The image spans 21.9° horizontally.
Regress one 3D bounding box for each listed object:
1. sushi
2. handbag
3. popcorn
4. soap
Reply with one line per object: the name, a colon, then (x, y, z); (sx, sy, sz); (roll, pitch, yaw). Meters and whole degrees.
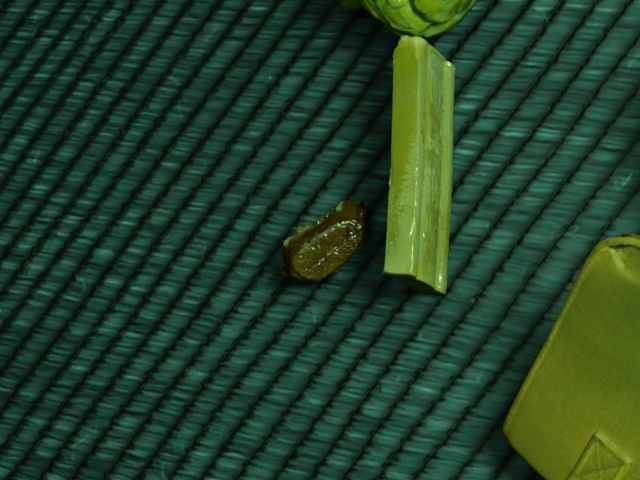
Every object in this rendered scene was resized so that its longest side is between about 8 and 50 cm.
sushi: (0.002, 0.003, 1.710); (0.118, 0.061, 0.060); (-26, 23, -1)
handbag: (0.355, 0.200, 1.425); (0.401, 0.133, 0.283); (44, 120, 30)
popcorn: (0.089, -0.298, 1.692); (0.212, 0.198, 0.198); (-6, 70, 58)
soap: (0.101, -0.077, 1.664); (0.037, 0.092, 0.252); (-3, 75, 25)
